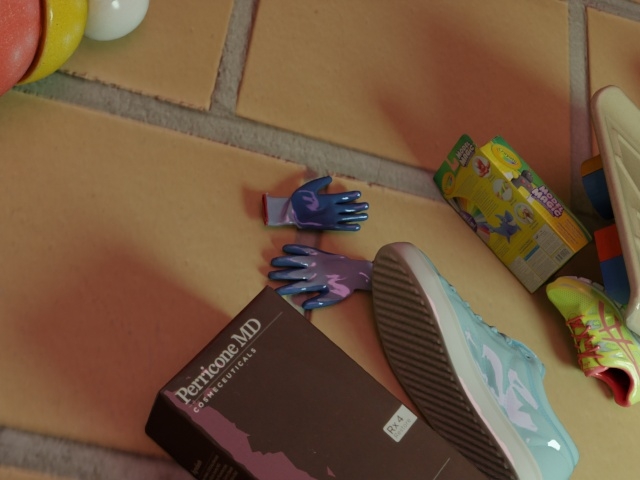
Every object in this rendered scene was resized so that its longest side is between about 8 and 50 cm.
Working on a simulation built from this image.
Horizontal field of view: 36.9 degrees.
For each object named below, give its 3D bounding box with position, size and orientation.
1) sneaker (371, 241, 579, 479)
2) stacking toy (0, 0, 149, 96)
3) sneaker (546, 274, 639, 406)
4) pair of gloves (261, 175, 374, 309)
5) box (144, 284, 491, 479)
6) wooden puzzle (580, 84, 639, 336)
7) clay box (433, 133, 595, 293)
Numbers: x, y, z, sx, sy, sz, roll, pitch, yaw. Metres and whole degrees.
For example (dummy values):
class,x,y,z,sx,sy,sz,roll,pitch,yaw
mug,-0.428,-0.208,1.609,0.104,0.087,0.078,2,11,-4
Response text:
class,x,y,z,sx,sy,sz,roll,pitch,yaw
sneaker,0.195,0.156,1.206,0.150,0.135,0.366,-19,77,-35
stacking toy,-0.411,-0.292,1.198,0.479,0.350,0.351,-15,65,-44
sneaker,0.375,0.136,1.289,0.208,0.081,0.094,47,64,3
pair of gloves,0.000,0.000,1.286,0.159,0.023,0.198,-1,62,-21
box,0.010,0.253,1.073,0.381,0.143,0.191,39,57,8
wooden puzzle,0.460,0.002,1.338,0.322,0.080,0.348,29,52,-42
clay box,0.262,-0.046,1.336,0.053,0.127,0.222,-31,75,-31
